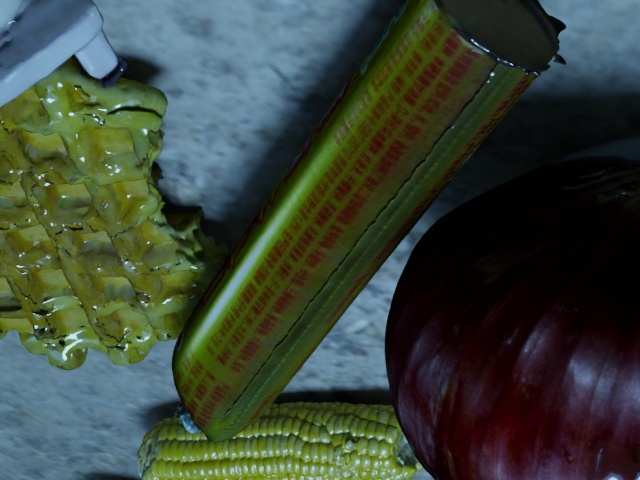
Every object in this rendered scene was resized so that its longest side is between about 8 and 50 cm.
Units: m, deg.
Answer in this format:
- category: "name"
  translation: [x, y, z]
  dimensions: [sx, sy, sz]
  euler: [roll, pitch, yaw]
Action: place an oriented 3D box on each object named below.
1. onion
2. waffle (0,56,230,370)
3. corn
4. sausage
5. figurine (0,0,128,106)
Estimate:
- category: "onion"
  translation: [0.161, 0.090, 0.794]
  dimensions: [0.273, 0.273, 0.285]
  euler: [9, 117, 2]
- category: "waffle"
  translation: [-0.165, -0.015, 0.912]
  dimensions: [0.291, 0.051, 0.291]
  euler: [5, 142, 4]
- category: "corn"
  translation: [-0.032, 0.143, 1.074]
  dimensions: [0.206, 0.067, 0.067]
  euler: [-7, 140, 23]
- category: "sausage"
  translation: [0.000, 0.000, 0.837]
  dimensions: [0.082, 0.082, 0.371]
  euler: [23, 135, -15]
- category: "figurine"
  translation: [-0.183, -0.132, 0.647]
  dimensions: [0.182, 0.144, 0.257]
  euler: [-19, 152, 0]
